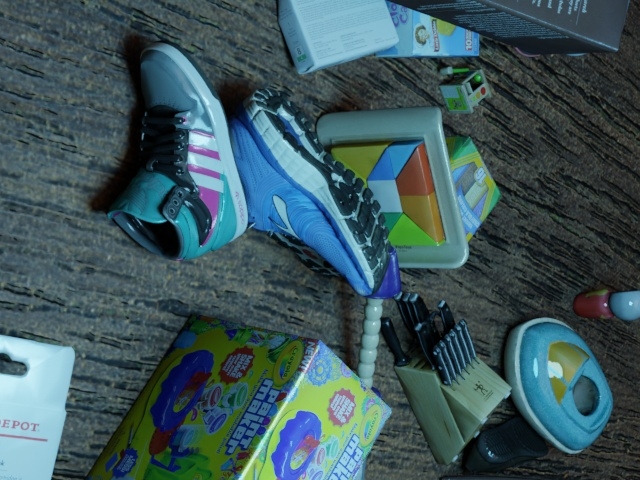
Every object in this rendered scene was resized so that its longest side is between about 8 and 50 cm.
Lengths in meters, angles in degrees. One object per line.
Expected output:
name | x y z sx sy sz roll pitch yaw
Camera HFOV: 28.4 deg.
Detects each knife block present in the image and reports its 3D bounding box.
knife block | 0.180 0.217 2.071 0.088 0.242 0.276 -40 164 -31

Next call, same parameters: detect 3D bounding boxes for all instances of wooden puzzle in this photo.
wooden puzzle | 0.099 -0.073 1.859 0.044 0.220 0.239 -28 112 -48

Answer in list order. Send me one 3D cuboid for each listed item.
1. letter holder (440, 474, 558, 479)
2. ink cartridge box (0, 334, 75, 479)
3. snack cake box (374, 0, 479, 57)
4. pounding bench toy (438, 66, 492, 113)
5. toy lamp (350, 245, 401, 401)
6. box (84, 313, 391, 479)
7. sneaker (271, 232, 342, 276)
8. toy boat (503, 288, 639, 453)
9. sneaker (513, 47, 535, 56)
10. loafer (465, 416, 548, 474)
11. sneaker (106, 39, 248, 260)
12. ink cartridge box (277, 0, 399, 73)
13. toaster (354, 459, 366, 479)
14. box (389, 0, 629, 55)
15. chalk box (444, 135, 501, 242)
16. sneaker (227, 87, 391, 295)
letter holder | 0.336 0.500 2.065 0.214 0.301 0.152 50 51 -33
ink cartridge box | -0.434 0.276 1.484 0.207 0.119 0.354 17 84 -41
snack cake box | 0.165 -0.419 1.971 0.152 0.089 0.265 -7 99 -42
pounding bench toy | 0.235 -0.261 2.075 0.065 0.052 0.083 -41 120 -32
toy lamp | 0.076 0.134 1.906 0.080 0.080 0.275 -17 122 -40
box | -0.111 0.277 1.669 0.177 0.279 0.290 47 64 -35
sneaker | 0.000 0.000 1.884 0.170 0.068 0.071 41 62 -36
toy boat | 0.464 0.203 2.255 0.267 0.148 0.318 49 60 -23
sneaker | 0.300 -0.457 2.062 0.115 0.136 0.314 -20 117 -12
loafer | 0.320 0.363 2.215 0.220 0.078 0.080 6 50 -50
sneaker | -0.210 -0.096 1.652 0.178 0.123 0.296 -40 121 -43
ink cartridge box | 0.006 -0.374 1.873 0.181 0.056 0.225 -22 90 -38
toaster | -0.022 0.356 1.847 0.146 0.129 0.227 9 85 -26
box | 0.253 -0.386 1.851 0.381 0.191 0.143 15 88 -32
chalk box | 0.159 -0.048 1.976 0.213 0.132 0.132 -50 125 -28
sneaker | -0.027 -0.052 1.783 0.330 0.147 0.130 52 29 -9
